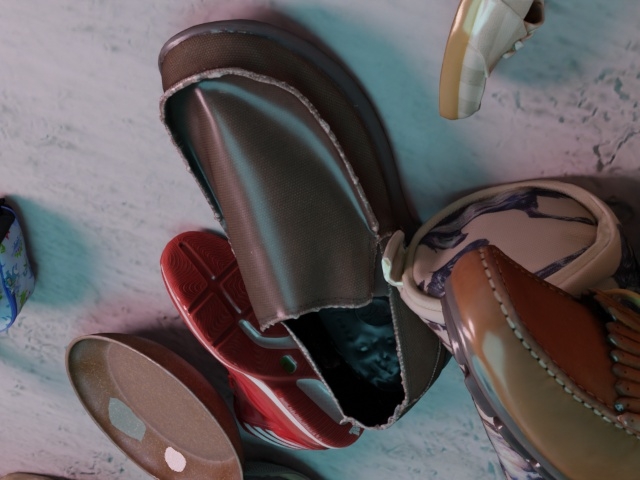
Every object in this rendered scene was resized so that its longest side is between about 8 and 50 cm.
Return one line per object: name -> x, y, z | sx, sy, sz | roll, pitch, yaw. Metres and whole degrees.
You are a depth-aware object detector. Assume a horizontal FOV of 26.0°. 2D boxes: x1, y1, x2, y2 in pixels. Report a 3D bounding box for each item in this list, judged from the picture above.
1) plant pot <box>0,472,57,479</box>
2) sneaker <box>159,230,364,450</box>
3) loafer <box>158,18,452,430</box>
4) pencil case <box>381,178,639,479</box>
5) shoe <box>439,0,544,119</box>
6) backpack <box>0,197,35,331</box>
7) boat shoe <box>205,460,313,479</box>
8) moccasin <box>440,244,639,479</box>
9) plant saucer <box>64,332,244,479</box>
plant pot -> -0.305, 0.413, 1.371 | 0.334, 0.334, 0.305 | 3, 119, 13
sneaker -> -0.071, 0.099, 1.158 | 0.221, 0.087, 0.128 | 51, 146, -3
loafer -> 0.000, 0.000, 1.019 | 0.134, 0.130, 0.366 | -18, 123, 28
pencil case -> 0.193, 0.135, 1.066 | 0.184, 0.160, 0.410 | -19, 124, 14
shoe -> 0.124, -0.161, 0.881 | 0.058, 0.076, 0.219 | 20, 131, 5
backpack -> -0.300, 0.029, 1.160 | 0.105, 0.084, 0.114 | 4, 134, 15
boat shoe -> -0.016, 0.356, 1.335 | 0.132, 0.130, 0.355 | -12, 126, 24
moccasin -> 0.230, 0.108, 0.861 | 0.380, 0.139, 0.147 | 35, 119, -21
plant saucer -> -0.138, 0.148, 1.216 | 0.199, 0.036, 0.198 | 27, 144, 22
